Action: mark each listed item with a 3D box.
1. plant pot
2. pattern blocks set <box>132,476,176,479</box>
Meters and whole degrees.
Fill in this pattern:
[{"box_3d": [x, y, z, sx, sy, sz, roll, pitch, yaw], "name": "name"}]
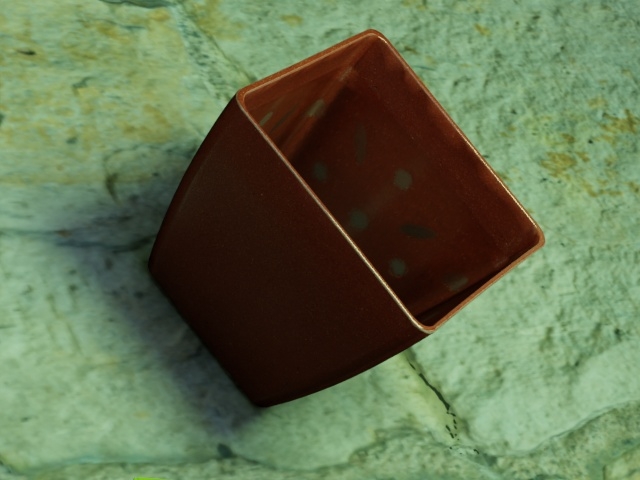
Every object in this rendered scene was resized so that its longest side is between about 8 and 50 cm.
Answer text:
[{"box_3d": [0.000, 0.000, 1.810, 0.267, 0.236, 0.267, 52, 35, 4], "name": "plant pot"}, {"box_3d": [-0.111, 0.314, 1.522, 0.325, 0.026, 0.285, 13, 46, -21], "name": "pattern blocks set"}]
